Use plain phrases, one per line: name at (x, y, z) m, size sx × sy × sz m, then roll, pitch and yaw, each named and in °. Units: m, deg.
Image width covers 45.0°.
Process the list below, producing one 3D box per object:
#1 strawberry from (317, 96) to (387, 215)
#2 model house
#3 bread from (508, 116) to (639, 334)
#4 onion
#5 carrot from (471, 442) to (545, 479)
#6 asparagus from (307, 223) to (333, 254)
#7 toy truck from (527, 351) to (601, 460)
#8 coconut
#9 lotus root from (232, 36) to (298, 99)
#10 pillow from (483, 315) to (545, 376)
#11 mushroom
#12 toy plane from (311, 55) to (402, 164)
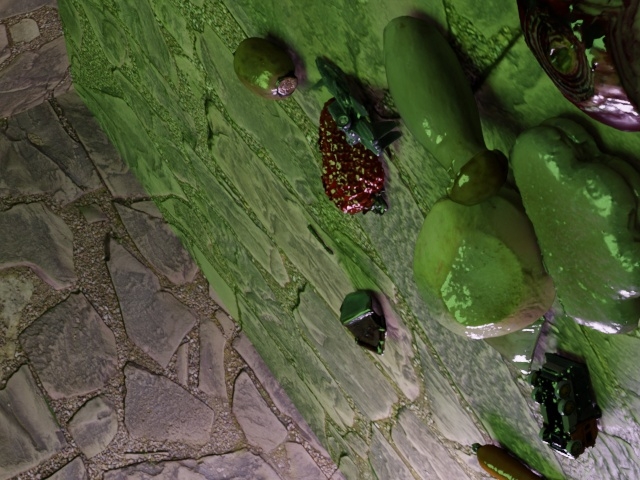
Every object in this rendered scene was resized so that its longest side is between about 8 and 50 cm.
strawberry at (0.048, -0.160, 1.665) m, size 0.188 × 0.106 × 0.286 m, roll 12°, pitch 130°, yaw 59°
model house at (0.128, 0.216, 2.031) m, size 0.152 × 0.106 × 0.165 m, roll 53°, pitch -163°, yaw -17°
bread at (0.400, -0.020, 1.107) m, size 0.183 × 0.102 × 0.337 m, roll -3°, pitch 115°, yaw 62°
onion at (0.326, -0.242, 0.836) m, size 0.206 × 0.216 × 0.207 m, roll 55°, pitch 176°, yaw -40°
carrot at (0.470, 0.551, 1.764) m, size 0.336 × 0.069 × 0.069 m, roll 27°, pitch 143°, yaw 48°
asparagus at (0.000, 0.000, 2.107) m, size 0.114 × 0.014 × 0.015 m, roll 50°, pitch 174°, yaw 19°
toy truck at (0.454, 0.302, 1.431) m, size 0.083 × 0.092 × 0.192 m, roll 16°, pitch 125°, yaw 59°
coconut at (0.277, 0.032, 1.289) m, size 0.259 × 0.259 × 0.259 m, roll 46°, pitch 155°, yaw 28°
lotus root at (-0.134, -0.391, 1.744) m, size 0.221 × 0.118 × 0.125 m, roll 38°, pitch 134°, yaw 36°
pillow at (0.308, 0.119, 1.518) m, size 0.302 × 0.075 × 0.185 m, roll 41°, pitch 151°, yaw 35°
mushroom at (0.189, -0.211, 1.228) m, size 0.128 × 0.128 × 0.350 m, roll 100°, pitch 152°, yaw -59°
toy plane at (0.047, -0.271, 1.541) m, size 0.267 × 0.088 × 0.212 m, roll 50°, pitch 180°, yaw 26°
